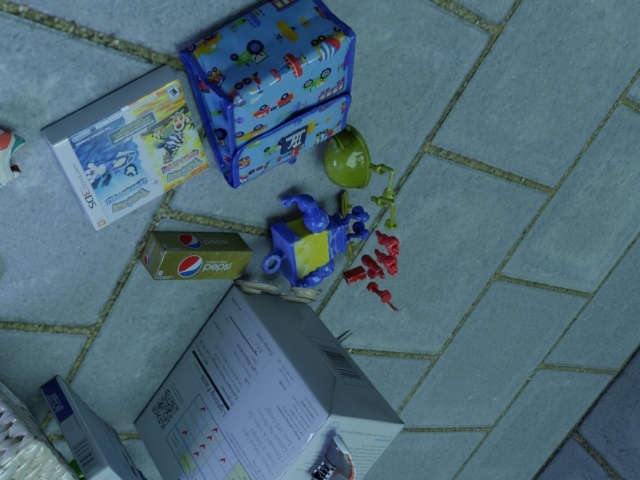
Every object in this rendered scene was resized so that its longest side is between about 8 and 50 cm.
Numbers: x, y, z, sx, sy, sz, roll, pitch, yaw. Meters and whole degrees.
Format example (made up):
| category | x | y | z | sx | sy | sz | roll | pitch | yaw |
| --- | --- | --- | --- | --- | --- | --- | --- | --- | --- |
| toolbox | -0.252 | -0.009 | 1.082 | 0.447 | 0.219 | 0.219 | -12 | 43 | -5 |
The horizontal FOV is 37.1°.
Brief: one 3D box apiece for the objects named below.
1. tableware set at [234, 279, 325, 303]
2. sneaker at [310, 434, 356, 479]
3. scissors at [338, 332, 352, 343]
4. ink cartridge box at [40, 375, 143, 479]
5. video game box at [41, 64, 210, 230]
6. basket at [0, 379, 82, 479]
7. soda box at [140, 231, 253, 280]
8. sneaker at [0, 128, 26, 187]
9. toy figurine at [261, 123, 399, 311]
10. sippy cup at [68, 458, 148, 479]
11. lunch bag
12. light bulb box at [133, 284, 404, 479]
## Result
| category | x | y | z | sx | sy | sz | roll | pitch | yaw |
| --- | --- | --- | --- | --- | --- | --- | --- | --- | --- |
| tableware set | -0.075 | 0.089 | 1.703 | 0.168 | 0.141 | 0.020 | 13 | 78 | -19 |
| sneaker | 0.017 | 0.386 | 1.575 | 0.065 | 0.061 | 0.158 | -16 | 133 | -20 |
| scissors | -0.053 | 0.295 | 2.043 | 0.297 | 0.021 | 0.109 | -29 | 138 | -19 |
| ink cartridge box | -0.380 | 0.368 | 1.653 | 0.045 | 0.223 | 0.224 | -36 | 141 | -8 |
| video game box | -0.279 | -0.133 | 1.404 | 0.205 | 0.048 | 0.187 | -32 | 144 | -14 |
| basket | -0.549 | 0.393 | 1.451 | 0.331 | 0.266 | 0.328 | -44 | 146 | -20 |
| soda box | -0.207 | 0.026 | 1.611 | 0.181 | 0.058 | 0.061 | 0 | 126 | -42 |
| sneaker | -0.448 | -0.079 | 1.295 | 0.075 | 0.057 | 0.161 | 7 | 119 | -38 |
| toy figurine | 0.000 | 0.000 | 1.675 | 0.217 | 0.191 | 0.362 | -22 | 137 | -17 |
| sippy cup | -0.424 | 0.544 | 1.803 | 0.224 | 0.240 | 0.305 | -25 | 165 | -38 |
| lunch bag | -0.069 | -0.210 | 1.476 | 0.221 | 0.138 | 0.293 | -33 | 154 | -14 |
| light bulb box | -0.105 | 0.341 | 1.760 | 0.225 | 0.358 | 0.361 | 20 | 112 | -46 |
